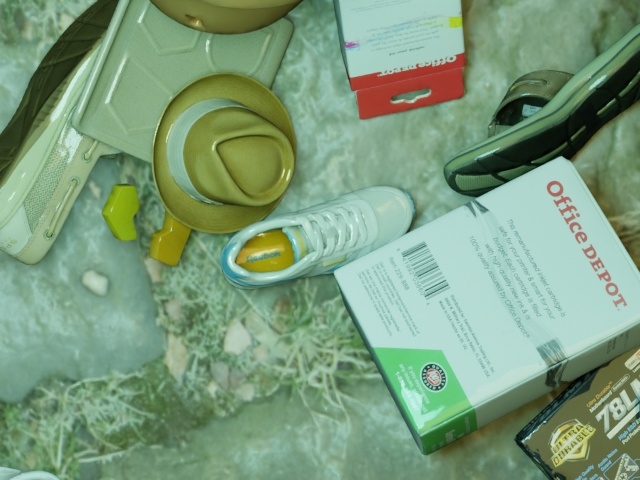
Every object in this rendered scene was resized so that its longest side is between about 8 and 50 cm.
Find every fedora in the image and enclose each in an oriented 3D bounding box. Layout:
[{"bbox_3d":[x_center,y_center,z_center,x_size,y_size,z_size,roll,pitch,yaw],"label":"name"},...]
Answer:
[{"bbox_3d":[-0.091,-0.090,1.877,0.194,0.079,0.194,-10,107,-35],"label":"fedora"}]

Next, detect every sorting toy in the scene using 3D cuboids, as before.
[{"bbox_3d":[-0.169,-0.140,1.884,0.229,0.041,0.307,24,87,-38],"label":"sorting toy"}]

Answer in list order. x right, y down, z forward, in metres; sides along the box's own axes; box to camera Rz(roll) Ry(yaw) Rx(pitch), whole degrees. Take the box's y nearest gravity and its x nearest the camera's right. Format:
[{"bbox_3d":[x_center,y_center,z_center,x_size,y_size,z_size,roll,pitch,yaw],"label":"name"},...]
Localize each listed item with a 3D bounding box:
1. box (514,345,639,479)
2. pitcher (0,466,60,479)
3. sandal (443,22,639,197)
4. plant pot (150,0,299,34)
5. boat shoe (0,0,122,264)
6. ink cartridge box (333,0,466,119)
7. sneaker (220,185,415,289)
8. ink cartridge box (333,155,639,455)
[{"bbox_3d":[0.423,0.233,1.931,0.295,0.073,0.293,-43,88,-4],"label":"box"},{"bbox_3d":[-0.382,0.334,1.882,0.177,0.125,0.207,20,76,-17],"label":"pitcher"},{"bbox_3d":[0.262,-0.152,1.931,0.303,0.120,0.086,-37,62,-5],"label":"sandal"},{"bbox_3d":[-0.090,-0.339,1.728,0.291,0.203,0.291,4,70,-10],"label":"plant pot"},{"bbox_3d":[-0.268,-0.135,1.903,0.110,0.121,0.341,38,78,-29],"label":"boat shoe"},{"bbox_3d":[0.085,-0.250,1.893,0.134,0.231,0.078,-12,48,-3],"label":"ink cartridge box"},{"bbox_3d":[0.000,0.000,1.912,0.228,0.092,0.087,-21,88,-4],"label":"sneaker"},{"bbox_3d":[0.191,0.072,1.874,0.289,0.121,0.211,-26,69,-3],"label":"ink cartridge box"}]
